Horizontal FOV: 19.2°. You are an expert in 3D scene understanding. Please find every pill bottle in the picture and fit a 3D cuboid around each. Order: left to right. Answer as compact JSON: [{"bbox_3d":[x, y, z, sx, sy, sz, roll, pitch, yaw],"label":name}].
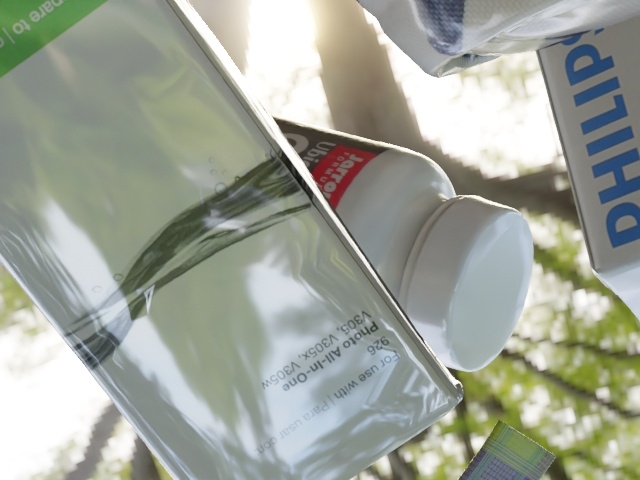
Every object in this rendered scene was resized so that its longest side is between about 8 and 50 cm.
[{"bbox_3d":[0.000,0.000,1.507,0.319,0.176,0.176,16,-140,30],"label":"pill bottle"}]

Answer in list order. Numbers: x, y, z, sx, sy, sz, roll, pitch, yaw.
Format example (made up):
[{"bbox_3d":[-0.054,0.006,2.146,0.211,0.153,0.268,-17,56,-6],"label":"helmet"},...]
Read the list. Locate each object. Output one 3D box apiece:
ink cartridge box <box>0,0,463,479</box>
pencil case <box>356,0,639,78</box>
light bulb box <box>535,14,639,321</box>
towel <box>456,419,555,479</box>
[{"bbox_3d":[-0.081,-0.034,0.824,0.121,0.289,0.211,-36,-163,1],"label":"ink cartridge box"},{"bbox_3d":[0.015,-0.240,0.590,0.184,0.410,0.160,-30,177,-17],"label":"pencil case"},{"bbox_3d":[0.363,-0.057,1.132,0.361,0.358,0.225,-22,-125,20],"label":"light bulb box"},{"bbox_3d":[0.095,0.147,1.093,0.083,0.060,0.009,-54,-138,1],"label":"towel"}]
